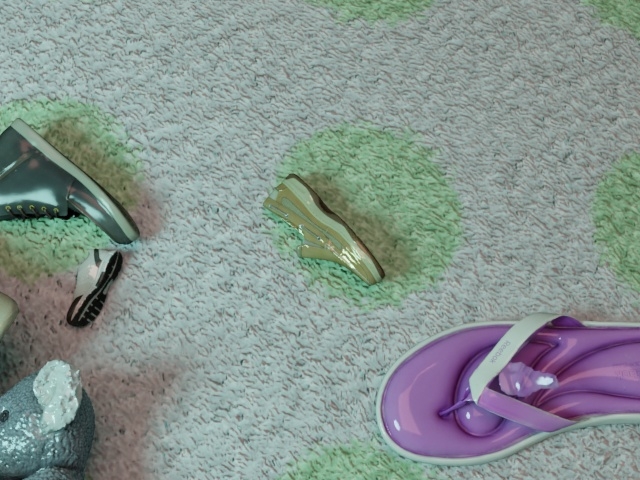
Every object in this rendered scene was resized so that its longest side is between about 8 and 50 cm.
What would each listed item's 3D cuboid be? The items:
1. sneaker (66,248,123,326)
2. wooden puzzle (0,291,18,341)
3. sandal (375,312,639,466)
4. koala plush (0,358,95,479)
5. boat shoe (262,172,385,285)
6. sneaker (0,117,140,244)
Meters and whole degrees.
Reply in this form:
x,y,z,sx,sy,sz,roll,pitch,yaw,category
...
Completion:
x,y,z,sx,sy,sz,roll,pitch,yaw,category
-0.287,0.057,1.083,0.044,0.040,0.109,14,61,20,sneaker
-0.529,0.156,0.920,0.322,0.080,0.348,24,84,18,wooden puzzle
0.268,0.157,1.042,0.416,0.102,0.169,-10,67,-8,sandal
-0.302,0.241,0.926,0.203,0.196,0.221,14,65,-11,koala plush
0.000,0.000,1.119,0.072,0.068,0.190,-42,65,-7,boat shoe
-0.339,-0.043,1.108,0.222,0.083,0.118,40,84,9,sneaker
